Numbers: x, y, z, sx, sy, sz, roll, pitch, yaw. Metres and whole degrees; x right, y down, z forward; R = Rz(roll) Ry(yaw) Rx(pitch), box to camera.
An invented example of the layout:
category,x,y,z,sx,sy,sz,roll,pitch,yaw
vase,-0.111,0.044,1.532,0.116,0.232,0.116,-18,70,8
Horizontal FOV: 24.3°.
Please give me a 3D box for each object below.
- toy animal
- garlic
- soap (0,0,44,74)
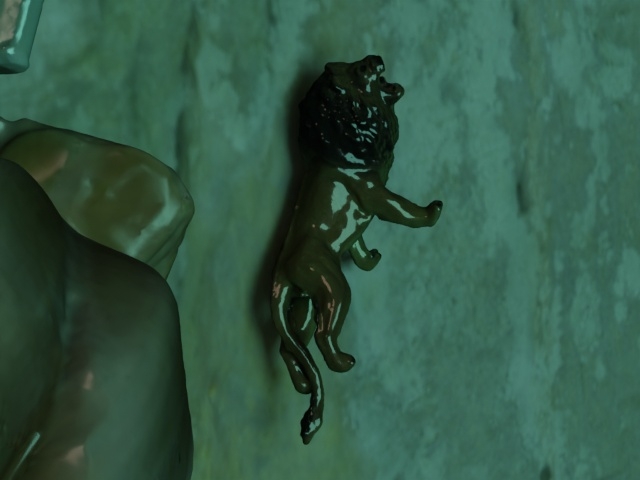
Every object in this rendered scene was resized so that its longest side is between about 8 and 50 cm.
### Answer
category,x,y,z,sx,sy,sz,roll,pitch,yaw
toy animal,0.015,0.007,0.838,0.086,0.069,0.219,13,79,-24
garlic,-0.163,0.014,0.518,0.132,0.279,0.325,-61,179,14
soap,-0.152,-0.170,0.609,0.066,0.119,0.198,19,80,-45
